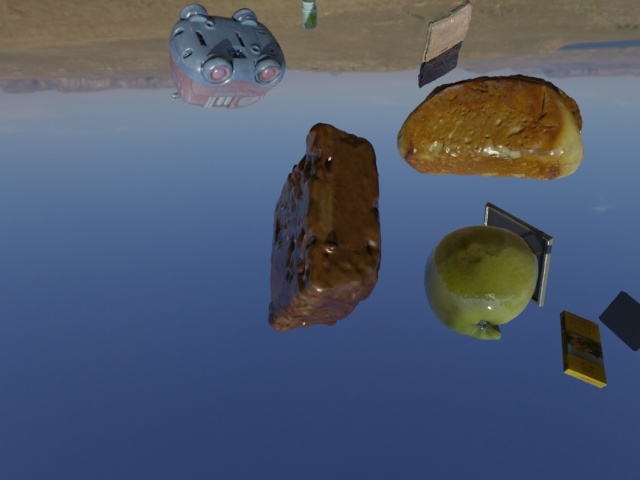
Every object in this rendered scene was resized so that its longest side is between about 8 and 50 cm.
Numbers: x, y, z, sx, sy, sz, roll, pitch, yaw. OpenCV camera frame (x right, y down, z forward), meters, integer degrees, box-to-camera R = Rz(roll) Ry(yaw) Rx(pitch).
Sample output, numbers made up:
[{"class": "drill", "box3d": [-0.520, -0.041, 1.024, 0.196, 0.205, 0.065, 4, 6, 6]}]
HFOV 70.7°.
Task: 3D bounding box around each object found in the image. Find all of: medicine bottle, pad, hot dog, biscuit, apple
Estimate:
[{"class": "medicine bottle", "box3d": [-0.034, -0.704, 1.397, 0.047, 0.083, 0.047, 0, -125, 0]}, {"class": "pad", "box3d": [0.743, 0.196, 1.087, 0.003, 0.157, 0.112, -29, -124, -12]}, {"class": "hot dog", "box3d": [0.389, -0.269, 1.046, 0.405, 0.223, 0.185, 9, 170, 30]}, {"class": "biscuit", "box3d": [0.000, 0.000, 0.948, 0.166, 0.343, 0.395, 4, 161, -15]}, {"class": "apple", "box3d": [0.391, 0.108, 1.176, 0.233, 0.295, 0.258, 13, -126, -5]}]

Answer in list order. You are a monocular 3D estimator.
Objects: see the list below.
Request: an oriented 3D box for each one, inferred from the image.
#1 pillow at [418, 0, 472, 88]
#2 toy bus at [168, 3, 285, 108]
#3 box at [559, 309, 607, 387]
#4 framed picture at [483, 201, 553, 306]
[{"class": "pillow", "box3d": [0.306, -0.478, 1.126, 0.126, 0.043, 0.232, -28, 163, -3]}, {"class": "toy bus", "box3d": [-0.253, -0.451, 1.181, 0.294, 0.197, 0.232, -15, 162, -34]}, {"class": "box", "box3d": [0.568, 0.232, 0.980, 0.087, 0.023, 0.155, 24, -131, -2]}, {"class": "framed picture", "box3d": [0.564, 0.031, 1.325, 0.020, 0.211, 0.289, -11, -155, -10]}]
